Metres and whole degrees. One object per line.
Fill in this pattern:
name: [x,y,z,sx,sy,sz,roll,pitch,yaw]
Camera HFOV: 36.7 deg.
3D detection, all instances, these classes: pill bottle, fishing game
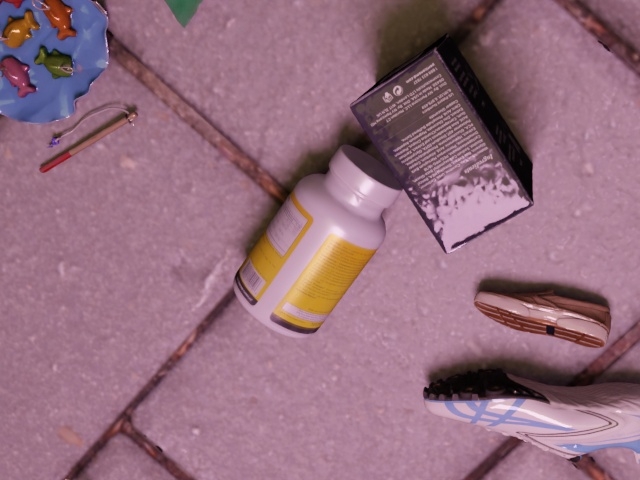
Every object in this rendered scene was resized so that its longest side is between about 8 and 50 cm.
pill bottle: [0.000,0.000,0.958,0.103,0.103,0.184,36,109,0]
fishing game: [-0.306,-0.209,0.998,0.189,0.041,0.264,-25,99,20]

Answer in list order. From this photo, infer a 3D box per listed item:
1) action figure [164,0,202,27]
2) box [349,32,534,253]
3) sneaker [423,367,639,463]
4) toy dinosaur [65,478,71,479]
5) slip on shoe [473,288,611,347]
action figure: [-0.172,-0.334,0.922,0.232,0.063,0.137,43,111,-1]
box: [0.116,-0.093,0.879,0.093,0.156,0.158,-32,97,19]
sneaker: [0.220,0.181,0.973,0.237,0.085,0.086,4,102,12]
toy dinosaur: [-0.193,0.341,1.127,0.211,0.064,0.112,7,89,1]
slip on shoe: [0.223,0.069,0.966,0.135,0.051,0.041,14,68,16]
